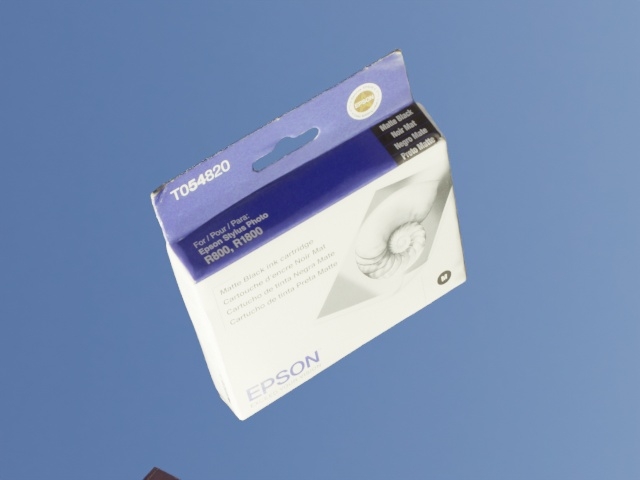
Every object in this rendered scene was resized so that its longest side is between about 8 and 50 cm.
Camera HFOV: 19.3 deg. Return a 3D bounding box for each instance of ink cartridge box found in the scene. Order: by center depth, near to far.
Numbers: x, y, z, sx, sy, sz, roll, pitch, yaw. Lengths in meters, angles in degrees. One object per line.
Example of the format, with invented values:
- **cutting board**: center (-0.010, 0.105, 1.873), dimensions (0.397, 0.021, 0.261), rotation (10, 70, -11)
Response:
- **ink cartridge box**: center (0.000, 0.000, 1.396), dimensions (0.223, 0.045, 0.224), rotation (-31, -43, -15)

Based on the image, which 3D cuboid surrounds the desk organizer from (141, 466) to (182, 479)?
- **desk organizer**: center (-0.044, 0.139, 0.620), dimensions (0.047, 0.050, 0.130), rotation (-46, -30, -39)
